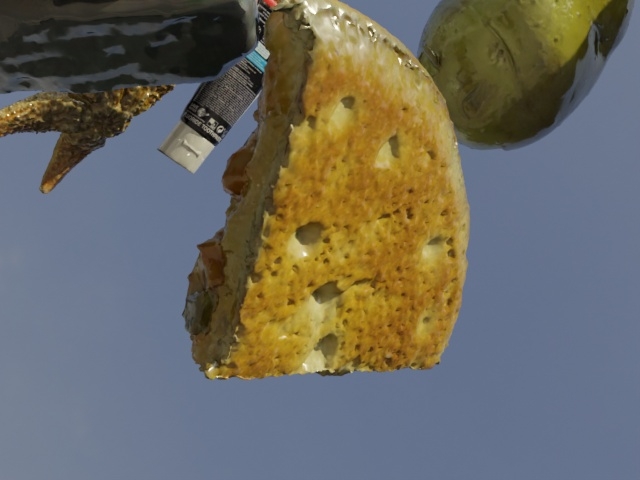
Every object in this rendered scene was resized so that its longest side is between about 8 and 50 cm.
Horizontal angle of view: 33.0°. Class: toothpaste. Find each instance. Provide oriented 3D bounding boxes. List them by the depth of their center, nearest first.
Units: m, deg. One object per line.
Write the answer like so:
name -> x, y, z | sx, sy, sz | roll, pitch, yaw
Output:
toothpaste -> -0.085, -0.154, 1.079 | 0.193, 0.071, 0.045 | -54, -143, -1

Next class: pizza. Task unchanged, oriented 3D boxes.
pizza -> 0.000, 0.000, 0.583 | 0.058, 0.197, 0.292 | 31, -22, 40

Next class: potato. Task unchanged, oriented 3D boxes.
potato -> 0.181, -0.186, 0.938 | 0.143, 0.248, 0.169 | 32, -13, 19

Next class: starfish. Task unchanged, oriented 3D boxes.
starfish -> -0.216, -0.147, 1.023 | 0.247, 0.138, 0.050 | -42, -121, 6

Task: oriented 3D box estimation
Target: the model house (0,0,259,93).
model house -> -0.120, -0.228, 0.393 | 0.190, 0.301, 0.271 | -2, -102, -3
